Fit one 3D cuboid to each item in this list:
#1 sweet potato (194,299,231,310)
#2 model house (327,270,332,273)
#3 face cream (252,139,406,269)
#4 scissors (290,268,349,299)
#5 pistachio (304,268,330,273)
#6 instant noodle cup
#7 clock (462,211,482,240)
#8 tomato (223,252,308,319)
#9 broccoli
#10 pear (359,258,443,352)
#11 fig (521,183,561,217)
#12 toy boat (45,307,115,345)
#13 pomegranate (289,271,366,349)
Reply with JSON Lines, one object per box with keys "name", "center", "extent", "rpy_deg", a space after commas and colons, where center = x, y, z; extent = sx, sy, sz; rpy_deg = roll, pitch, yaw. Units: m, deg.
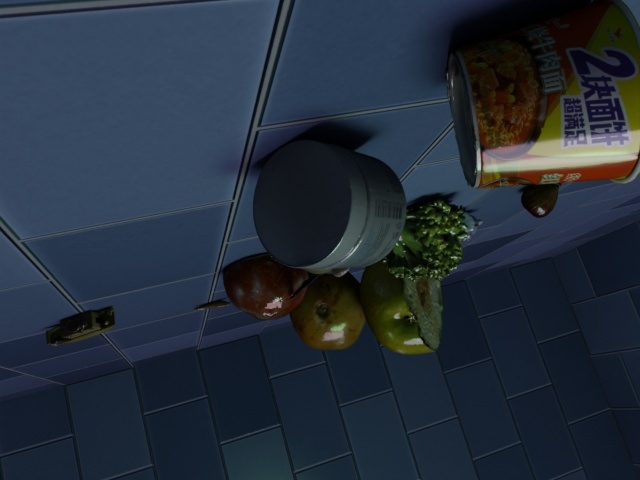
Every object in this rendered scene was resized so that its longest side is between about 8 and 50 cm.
{"name": "sweet potato", "center": [-0.338, 0.204, 1.775], "extent": [0.115, 0.026, 0.026], "rpy_deg": [-10, 167, -4]}
{"name": "model house", "center": [0.002, 0.050, 1.503], "extent": [0.083, 0.066, 0.079], "rpy_deg": [20, 156, -40]}
{"name": "face cream", "center": [0.015, -0.047, 0.816], "extent": [0.177, 0.177, 0.153], "rpy_deg": [-25, 164, 34]}
{"name": "scissors", "center": [0.019, 0.047, 1.254], "extent": [0.024, 0.160, 0.317], "rpy_deg": [30, 129, -20]}
{"name": "pistachio", "center": [0.000, 0.000, 1.142], "extent": [0.124, 0.124, 0.185], "rpy_deg": [-9, 160, -30]}
{"name": "instant noodle cup", "center": [0.244, -0.152, 0.647], "extent": [0.174, 0.213, 0.213], "rpy_deg": [-10, 168, 8]}
{"name": "clock", "center": [0.355, -0.021, 1.566], "extent": [0.176, 0.080, 0.117], "rpy_deg": [-25, 165, 27]}
{"name": "tomato", "center": [-0.126, 0.120, 1.415], "extent": [0.214, 0.155, 0.181], "rpy_deg": [-8, 161, -30]}
{"name": "broccoli", "center": [0.224, 0.018, 1.339], "extent": [0.273, 0.180, 0.242], "rpy_deg": [-7, 165, -33]}
{"name": "pear", "center": [0.223, 0.166, 1.656], "extent": [0.191, 0.340, 0.386], "rpy_deg": [-15, -169, 23]}
{"name": "fig", "center": [0.586, -0.120, 1.467], "extent": [0.125, 0.089, 0.089], "rpy_deg": [-44, 158, 18]}
{"name": "toy boat", "center": [-0.612, 0.221, 1.437], "extent": [0.200, 0.057, 0.077], "rpy_deg": [-19, 162, 13]}
{"name": "pomegranate", "center": [0.029, 0.212, 1.752], "extent": [0.264, 0.264, 0.264], "rpy_deg": [-16, 167, -4]}
